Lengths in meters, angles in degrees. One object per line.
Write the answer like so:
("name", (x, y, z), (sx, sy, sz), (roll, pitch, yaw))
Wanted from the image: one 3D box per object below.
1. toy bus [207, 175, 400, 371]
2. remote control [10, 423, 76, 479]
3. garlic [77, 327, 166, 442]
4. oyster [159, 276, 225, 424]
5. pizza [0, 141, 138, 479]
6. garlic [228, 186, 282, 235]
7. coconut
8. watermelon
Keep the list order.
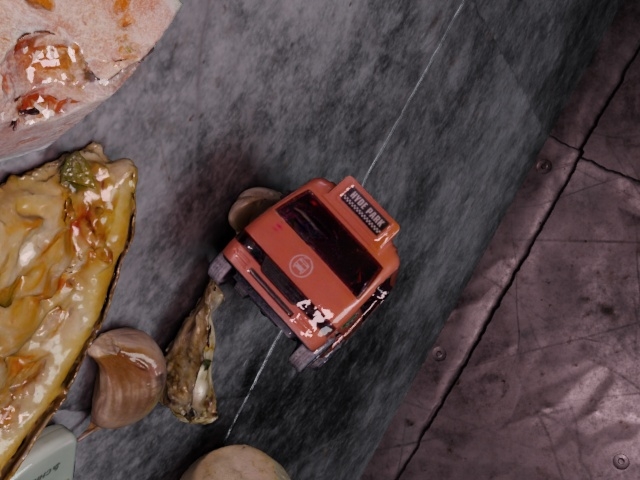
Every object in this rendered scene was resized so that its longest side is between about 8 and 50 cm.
("toy bus", (-0.001, 0.055, 1.334), (0.233, 0.203, 0.427), (-43, 172, -4))
("remote control", (-0.407, 0.387, 1.225), (0.140, 0.056, 0.296), (-33, 146, -51))
("garlic", (-0.290, 0.211, 1.246), (0.128, 0.090, 0.198), (-8, 133, -44))
("oyster", (-0.199, 0.171, 1.387), (0.166, 0.094, 0.294), (-39, 141, -73))
("pizza", (-0.331, 0.068, 0.970), (0.392, 0.080, 0.435), (-52, 160, -23))
("garlic", (-0.091, -0.045, 1.342), (0.094, 0.074, 0.113), (-51, 155, 21))
("coconut", (-0.165, 0.536, 1.675), (0.245, 0.245, 0.247), (-35, 140, -46))
("watermelon", (-0.292, -0.161, 0.728), (0.322, 0.188, 0.175), (-26, 96, -43))
